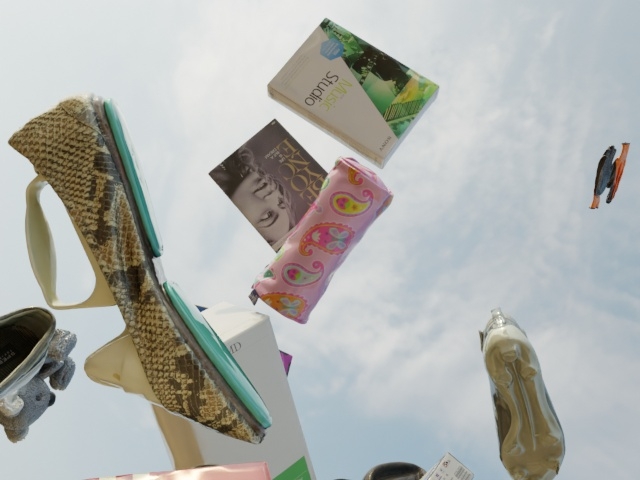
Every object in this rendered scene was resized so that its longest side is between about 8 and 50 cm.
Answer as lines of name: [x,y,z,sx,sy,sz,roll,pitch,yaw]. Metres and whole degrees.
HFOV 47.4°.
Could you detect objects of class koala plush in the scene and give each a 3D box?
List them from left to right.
koala plush: [-0.670,0.328,1.640,0.196,0.203,0.221,113,-20,-49]

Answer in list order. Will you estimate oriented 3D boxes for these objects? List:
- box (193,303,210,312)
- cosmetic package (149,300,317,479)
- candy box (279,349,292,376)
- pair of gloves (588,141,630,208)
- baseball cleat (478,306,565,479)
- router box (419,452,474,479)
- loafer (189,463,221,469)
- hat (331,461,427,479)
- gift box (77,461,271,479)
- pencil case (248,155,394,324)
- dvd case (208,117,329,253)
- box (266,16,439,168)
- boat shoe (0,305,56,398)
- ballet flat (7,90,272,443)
box: [-0.249,0.180,1.630,0.059,0.169,0.054,-6,-110,50]
cosmetic package: [-0.153,0.310,1.218,0.155,0.197,0.365,11,-58,50]
candy box: [-0.168,0.383,1.823,0.071,0.159,0.233,28,-43,-16]
pair of gloves: [0.327,-0.074,0.828,0.010,0.083,0.074,22,-68,35]
baseball cleat: [0.219,0.168,0.795,0.072,0.109,0.206,-9,-66,10]
router box: [0.098,0.350,0.864,0.046,0.179,0.133,39,-45,13]
loafer: [-0.119,0.405,0.910,0.087,0.094,0.251,168,-91,-73]
hat: [0.137,0.490,1.352,0.331,0.331,0.134,27,-74,39]
gift box: [-0.148,0.319,0.474,0.255,0.276,0.258,-110,-159,-64]
pencil case: [0.000,0.000,1.202,0.124,0.124,0.284,42,-78,30]
dvd case: [-0.078,-0.100,1.315,0.221,0.164,0.018,48,-5,22]
box: [0.074,-0.338,1.652,0.322,0.232,0.058,34,-17,9]
boat shoe: [-0.443,0.170,0.840,0.121,0.335,0.119,38,-56,1]
ballet flat: [-0.240,0.058,0.896,0.483,0.182,0.164,63,-4,1]
